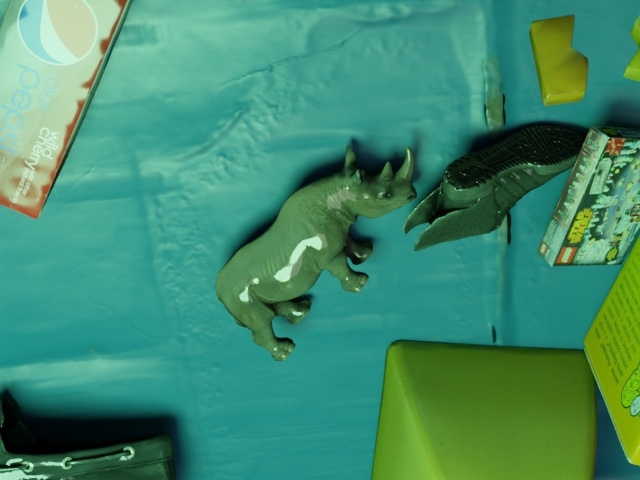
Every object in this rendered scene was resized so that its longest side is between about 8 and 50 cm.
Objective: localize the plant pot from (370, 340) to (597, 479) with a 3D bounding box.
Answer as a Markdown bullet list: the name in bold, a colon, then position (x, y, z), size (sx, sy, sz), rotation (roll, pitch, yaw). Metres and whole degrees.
- **plant pot**: position (0.167, 0.244, 1.202), size (0.212, 0.187, 0.212), rotation (3, 119, -3)

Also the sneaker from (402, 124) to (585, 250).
- **sneaker**: position (0.161, -0.047, 1.120), size (0.170, 0.051, 0.089), rotation (-19, 146, -15)

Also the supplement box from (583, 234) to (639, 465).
- **supplement box**: position (0.414, 0.031, 1.088), size (0.194, 0.195, 0.357), rotation (16, 117, -10)

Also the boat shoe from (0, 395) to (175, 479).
- **boat shoe**: position (-0.308, 0.215, 1.221), size (0.340, 0.127, 0.113), rotation (8, 89, 3)

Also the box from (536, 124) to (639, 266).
- **box**: position (0.265, -0.039, 1.120), size (0.094, 0.027, 0.137), rotation (0, 122, -32)

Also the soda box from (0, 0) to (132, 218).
- **soda box**: position (-0.231, -0.155, 1.033), size (0.092, 0.083, 0.263), rotation (23, 116, -13)

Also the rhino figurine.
- **rhino figurine**: position (0.000, 0.000, 1.131), size (0.106, 0.073, 0.243), rotation (37, 110, -22)

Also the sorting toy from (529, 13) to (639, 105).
- **sorting toy**: position (0.214, -0.260, 0.902), size (0.229, 0.041, 0.307), rotation (-9, 74, 1)
